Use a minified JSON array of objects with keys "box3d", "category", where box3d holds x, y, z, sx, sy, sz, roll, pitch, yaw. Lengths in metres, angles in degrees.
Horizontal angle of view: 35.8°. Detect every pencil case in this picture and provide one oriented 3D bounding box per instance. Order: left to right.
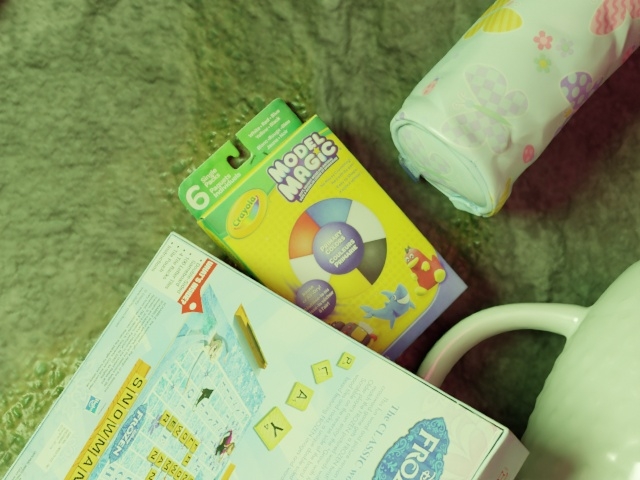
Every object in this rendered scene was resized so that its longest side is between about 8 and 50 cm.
[{"box3d":[0.184,-0.148,0.829,0.124,0.113,0.273,44,80,-19],"category":"pencil case"}]

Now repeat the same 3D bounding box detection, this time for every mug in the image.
[{"box3d":[0.244,0.178,0.779,0.374,0.276,0.328,14,79,18],"category":"mug"}]

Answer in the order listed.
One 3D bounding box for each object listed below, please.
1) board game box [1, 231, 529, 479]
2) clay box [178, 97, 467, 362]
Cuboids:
[{"box3d":[-0.074,0.195,0.688,0.318,0.066,0.319,29,81,34],"category":"board game box"},{"box3d":[0.000,0.000,0.814,0.127,0.053,0.222,-44,99,-10],"category":"clay box"}]
